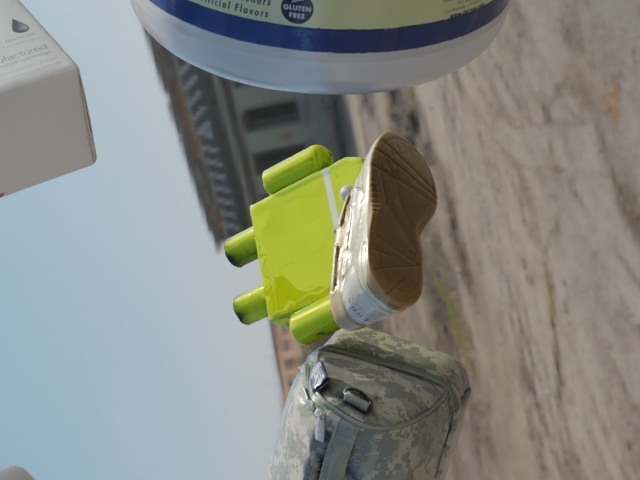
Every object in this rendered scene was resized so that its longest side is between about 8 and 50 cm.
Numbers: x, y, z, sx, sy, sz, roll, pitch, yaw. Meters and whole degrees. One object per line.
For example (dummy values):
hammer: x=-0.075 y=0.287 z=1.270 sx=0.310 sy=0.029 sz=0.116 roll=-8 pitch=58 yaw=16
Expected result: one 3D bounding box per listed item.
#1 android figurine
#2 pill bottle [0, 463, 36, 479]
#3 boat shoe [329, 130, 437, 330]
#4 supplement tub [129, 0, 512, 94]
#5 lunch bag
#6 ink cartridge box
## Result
android figurine: x=0.000 y=0.000 z=1.553 sx=0.056 sy=0.273 sz=0.248 roll=25 pitch=-132 yaw=-50
pill bottle: x=-0.283 y=0.301 z=1.111 sx=0.283 sy=0.160 sz=0.160 roll=50 pitch=178 yaw=4
boat shoe: x=0.035 y=-0.008 z=0.826 sx=0.063 sy=0.059 sz=0.170 roll=39 pitch=-145 yaw=-18
supplement tub: x=0.008 y=-0.269 z=0.685 sx=0.235 sy=0.235 sz=0.325 roll=-101 pitch=12 yaw=-54
lunch bag: x=0.041 y=0.279 z=1.541 sx=0.256 sy=0.212 sz=0.305 roll=-42 pitch=-32 yaw=-66
ink cartridge box: x=-0.372 y=-0.153 z=1.212 sx=0.283 sy=0.207 sz=0.117 roll=45 pitch=149 yaw=41
